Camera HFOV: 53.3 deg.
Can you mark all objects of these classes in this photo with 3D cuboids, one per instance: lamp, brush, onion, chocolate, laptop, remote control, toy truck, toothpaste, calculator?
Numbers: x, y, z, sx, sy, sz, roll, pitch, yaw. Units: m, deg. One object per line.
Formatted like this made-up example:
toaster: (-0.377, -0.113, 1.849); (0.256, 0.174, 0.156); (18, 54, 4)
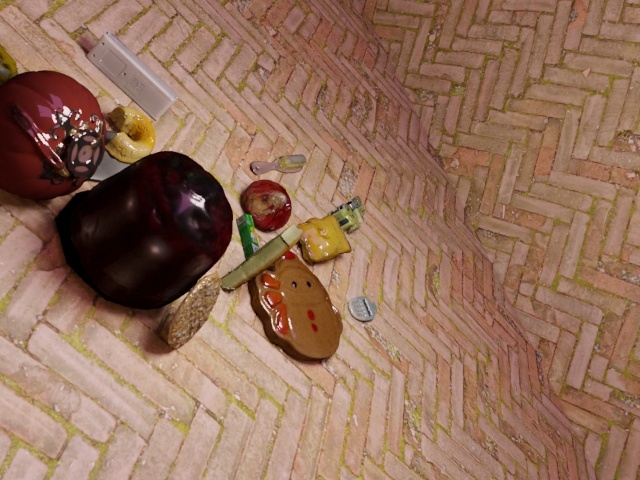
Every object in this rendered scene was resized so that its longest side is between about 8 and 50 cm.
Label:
lamp: (-0.634, -0.238, 1.467); (0.257, 0.303, 0.303); (24, 27, 17)
brush: (-0.148, -0.289, 2.366); (0.313, 0.067, 0.072); (-17, 75, -55)
onion: (-0.163, -0.126, 2.120); (0.184, 0.147, 0.184); (18, 61, -36)
chocolate: (-0.394, -0.056, 1.556); (0.383, 0.331, 0.384); (31, 35, -25)
laptop: (-0.585, -0.235, 1.783); (0.269, 0.015, 0.188); (6, 56, -51)
remote control: (-0.575, -0.505, 1.963); (0.277, 0.103, 0.055); (43, 31, -18)
toy truck: (0.118, -0.095, 2.519); (0.116, 0.085, 0.191); (59, 30, -3)
toothpaste: (-0.224, 0.001, 2.017); (0.037, 0.043, 0.178); (16, 49, -49)
calculator: (0.154, 0.247, 2.308); (0.153, 0.021, 0.095); (3, 59, -51)

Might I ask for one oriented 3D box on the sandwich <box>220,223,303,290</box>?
sandwich: (-0.170, 0.050, 1.908); (0.063, 0.245, 0.212); (55, 16, -4)

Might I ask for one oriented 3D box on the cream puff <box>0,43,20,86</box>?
cream puff: (-0.818, -0.420, 1.491); (0.282, 0.185, 0.282); (29, 43, -32)

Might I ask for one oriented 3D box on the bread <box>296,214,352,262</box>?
bread: (0.000, 0.000, 2.276); (0.233, 0.088, 0.161); (-12, 65, -53)

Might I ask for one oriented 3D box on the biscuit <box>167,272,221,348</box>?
biscuit: (-0.315, 0.176, 1.604); (0.033, 0.220, 0.220); (28, 31, 11)

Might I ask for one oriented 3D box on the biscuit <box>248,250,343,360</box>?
biscuit: (-0.074, 0.199, 2.019); (0.359, 0.074, 0.381); (10, 57, -51)

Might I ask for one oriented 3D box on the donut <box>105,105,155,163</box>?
donut: (-0.537, -0.303, 1.828); (0.146, 0.078, 0.181); (23, 43, -35)
